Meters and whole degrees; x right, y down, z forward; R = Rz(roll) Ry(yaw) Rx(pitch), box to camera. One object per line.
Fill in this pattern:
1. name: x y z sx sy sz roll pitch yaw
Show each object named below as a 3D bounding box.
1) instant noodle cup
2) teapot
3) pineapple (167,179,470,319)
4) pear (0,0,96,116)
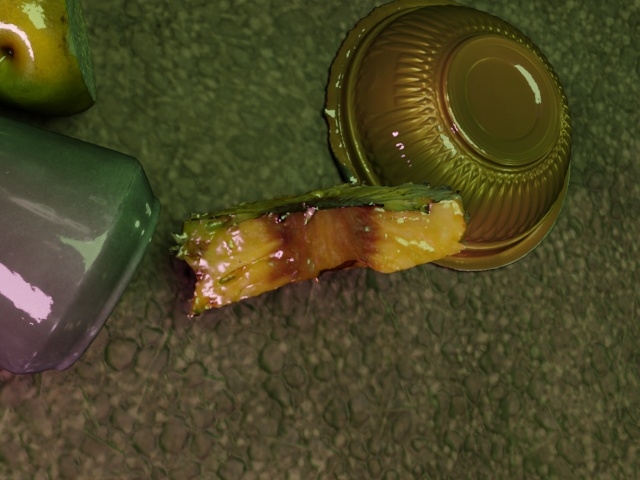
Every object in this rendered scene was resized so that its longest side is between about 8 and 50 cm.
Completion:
1. instant noodle cup: 0.142 -0.114 1.065 0.274 0.091 0.274 8 72 -25
2. teapot: -0.238 -0.032 0.807 0.225 0.171 0.203 32 21 -16
3. pineapple: 0.000 -0.001 0.940 0.233 0.135 0.079 -8 102 -2
4. pear: -0.227 -0.155 0.869 0.104 0.141 0.141 -8 79 0
